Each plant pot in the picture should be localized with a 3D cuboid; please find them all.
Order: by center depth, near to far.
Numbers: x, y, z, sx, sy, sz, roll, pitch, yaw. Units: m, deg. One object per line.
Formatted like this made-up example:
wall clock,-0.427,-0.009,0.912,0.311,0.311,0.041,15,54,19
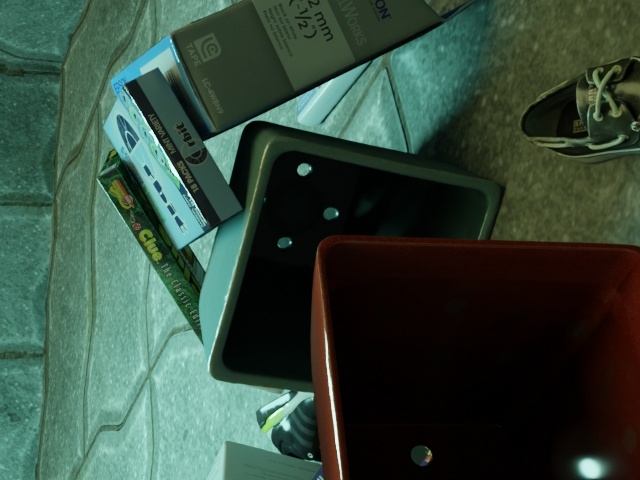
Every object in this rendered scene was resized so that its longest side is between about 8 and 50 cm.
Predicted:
plant pot,0.115,0.173,0.894,0.235,0.267,0.267,111,158,-55
plant pot,0.000,0.000,1.227,0.252,0.247,0.247,-132,55,-65

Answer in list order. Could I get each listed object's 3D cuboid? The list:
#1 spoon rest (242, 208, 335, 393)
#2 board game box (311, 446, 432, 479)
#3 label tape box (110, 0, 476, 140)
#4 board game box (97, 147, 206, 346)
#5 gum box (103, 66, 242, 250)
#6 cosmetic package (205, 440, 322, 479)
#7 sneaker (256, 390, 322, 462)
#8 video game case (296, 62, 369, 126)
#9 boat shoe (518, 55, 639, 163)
spoon rest,-0.042,0.055,1.414,0.084,0.137,0.276,99,-175,-72
board game box,0.064,0.241,1.162,0.141,0.048,0.170,-56,23,-4
label tape box,-0.027,-0.215,1.246,0.115,0.348,0.249,63,158,-8
board game box,-0.167,0.018,1.303,0.259,0.030,0.136,60,-174,-17
gum box,-0.152,-0.075,1.157,0.157,0.041,0.184,60,163,-2
cosmetic package,-0.077,0.435,1.253,0.385,0.156,0.217,-92,23,-53
sneaker,0.008,0.211,1.372,0.097,0.084,0.235,63,147,8
video game case,0.043,-0.359,1.533,0.329,0.036,0.300,134,140,-54
boat shoe,0.239,-0.105,0.922,0.219,0.070,0.077,160,117,-64
